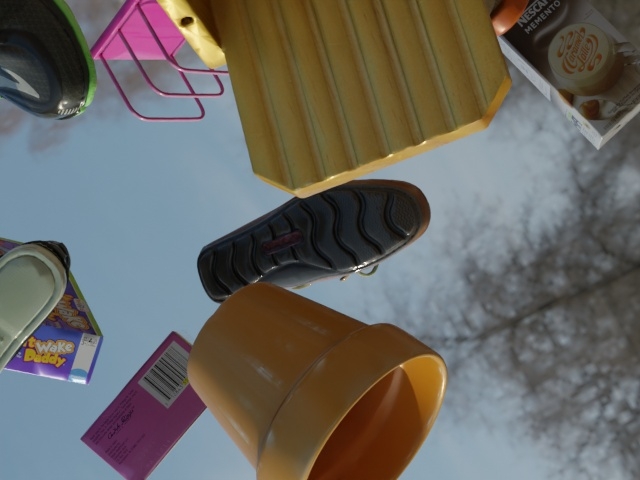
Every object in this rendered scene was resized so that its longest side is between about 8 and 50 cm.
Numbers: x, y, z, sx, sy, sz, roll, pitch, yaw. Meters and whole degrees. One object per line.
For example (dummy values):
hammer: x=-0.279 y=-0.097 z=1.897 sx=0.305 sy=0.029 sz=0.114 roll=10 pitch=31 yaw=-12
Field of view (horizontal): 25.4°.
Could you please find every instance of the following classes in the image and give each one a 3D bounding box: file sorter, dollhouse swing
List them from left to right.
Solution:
file sorter: x=-0.233 y=-0.371 z=2.573 sx=0.202 sy=0.291 sz=0.182 roll=-8 pitch=-121 yaw=-50
dollhouse swing: x=-0.005 y=-0.273 z=1.463 sx=0.315 sy=0.346 sz=0.305 roll=52 pitch=-157 yaw=-52

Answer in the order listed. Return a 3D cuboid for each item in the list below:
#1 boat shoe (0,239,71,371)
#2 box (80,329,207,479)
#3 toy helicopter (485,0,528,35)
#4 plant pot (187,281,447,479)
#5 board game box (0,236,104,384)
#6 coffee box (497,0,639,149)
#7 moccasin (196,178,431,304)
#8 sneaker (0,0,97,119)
boat shoe: x=-0.440 y=0.113 z=1.810 sx=0.127 sy=0.340 sz=0.113 roll=41 pitch=-161 yaw=-7
box: x=-0.246 y=0.254 z=2.204 sx=0.117 sy=0.213 sz=0.243 roll=40 pitch=177 yaw=2
toy helicopter: x=0.120 y=-0.260 z=1.996 sx=0.140 sy=0.355 sz=0.235 roll=33 pitch=-117 yaw=-21
plant pot: x=-0.017 y=0.140 z=1.340 sx=0.188 sy=0.205 sz=0.205 roll=35 pitch=-174 yaw=29
board game box: x=-0.470 y=0.084 z=2.075 sx=0.233 sy=0.078 sz=0.347 roll=14 pitch=-166 yaw=-25
coffee box: x=0.408 y=-0.285 z=2.257 sx=0.246 sy=0.141 sz=0.098 roll=47 pitch=-179 yaw=11
moccasin: x=0.001 y=0.003 z=2.006 sx=0.147 sy=0.380 sz=0.139 roll=-17 pitch=-98 yaw=-52
sneaker: x=-0.512 y=-0.299 z=1.862 sx=0.483 sy=0.185 sz=0.202 roll=34 pitch=-140 yaw=-1
